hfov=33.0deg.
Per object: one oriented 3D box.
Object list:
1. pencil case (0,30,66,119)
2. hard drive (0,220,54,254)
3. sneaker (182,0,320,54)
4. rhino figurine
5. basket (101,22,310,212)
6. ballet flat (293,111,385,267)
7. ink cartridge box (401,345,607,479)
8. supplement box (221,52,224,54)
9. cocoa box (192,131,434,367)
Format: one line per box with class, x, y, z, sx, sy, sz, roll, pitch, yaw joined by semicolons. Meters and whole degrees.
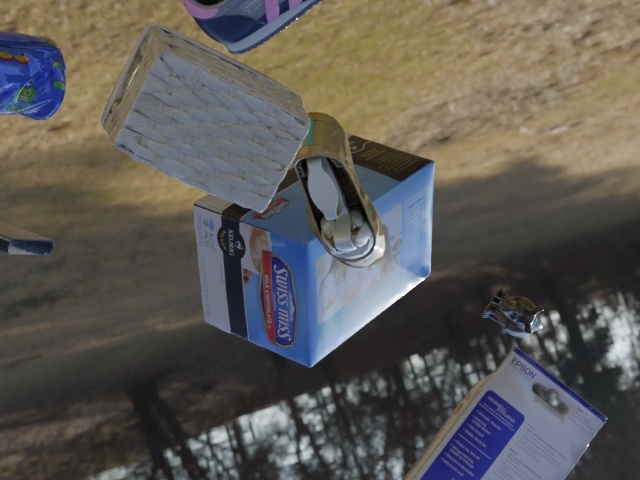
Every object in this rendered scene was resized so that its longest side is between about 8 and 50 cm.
pencil case;-0.481;-0.236;1.450;0.133;0.119;0.306;-30;162;33
hard drive;-0.438;-0.011;1.441;0.135;0.022;0.094;18;-174;21
sneaker;-0.049;-0.374;1.424;0.319;0.112;0.131;-36;134;23
rhino figurine;0.370;0.139;2.043;0.073;0.106;0.243;-58;172;-3
basket;-0.104;-0.109;0.989;0.167;0.113;0.103;24;-166;-19
ballet flat;0.015;-0.033;1.176;0.080;0.073;0.232;-12;132;15
ink cartridge box;0.217;0.318;1.444;0.332;0.165;0.065;-51;180;-5
supplement box;-0.132;-0.249;1.704;0.098;0.036;0.062;25;155;-24
cocoa box;0.000;0.000;1.742;0.228;0.231;0.347;20;-144;32
